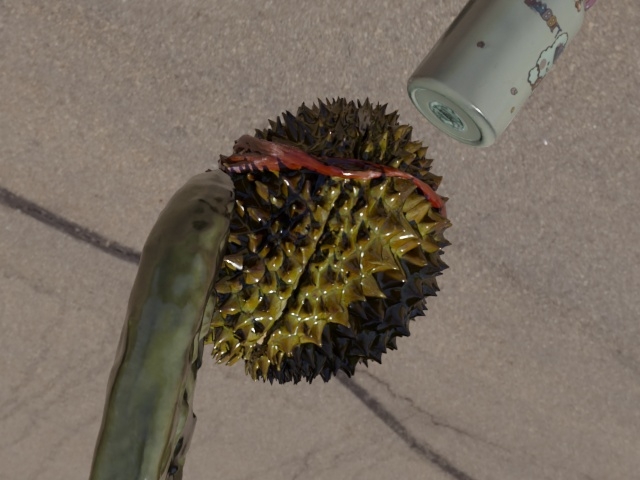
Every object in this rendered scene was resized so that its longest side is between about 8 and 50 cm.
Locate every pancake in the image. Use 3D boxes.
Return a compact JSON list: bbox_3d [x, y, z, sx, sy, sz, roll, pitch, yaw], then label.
[{"bbox_3d":[-0.106,0.090,0.459,0.049,0.295,0.295,12,130,-6],"label":"pancake"}]

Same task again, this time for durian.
[{"bbox_3d":[-0.003,-0.002,0.840,0.347,0.347,0.385,34,95,-22],"label":"durian"}]

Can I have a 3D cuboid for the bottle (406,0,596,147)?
[{"bbox_3d":[0.194,-0.213,0.650,0.110,0.110,0.233,40,85,-26],"label":"bottle"}]
